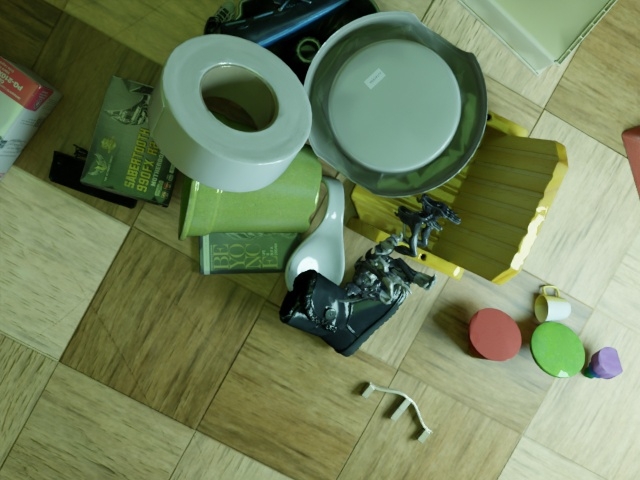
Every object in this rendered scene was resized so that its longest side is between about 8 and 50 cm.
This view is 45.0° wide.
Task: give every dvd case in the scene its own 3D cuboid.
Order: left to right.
[{"bbox_3d":[-0.153,-0.010,1.676,0.221,0.018,0.164,-1,95,-4],"label":"dvd case"}]

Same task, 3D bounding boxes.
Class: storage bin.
[{"bbox_3d":[0.470,-0.538,1.628,0.262,0.123,0.260,41,90,-7],"label":"storage bin"}]

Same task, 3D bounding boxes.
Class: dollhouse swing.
[{"bbox_3d":[0.261,-0.115,1.558,0.315,0.305,0.347,24,94,-7],"label":"dollhouse swing"}]

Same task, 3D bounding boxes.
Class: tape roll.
[{"bbox_3d":[-0.163,-0.231,1.393,0.286,0.100,0.286,13,58,-22],"label":"tape roll"}]

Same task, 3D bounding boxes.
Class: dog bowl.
[{"bbox_3d":[0.141,-0.256,1.489,0.349,0.102,0.348,0,93,4],"label":"dog bowl"}]

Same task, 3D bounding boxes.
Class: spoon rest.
[{"bbox_3d":[0.000,0.000,1.649,0.137,0.084,0.276,9,93,-26],"label":"spoon rest"}]

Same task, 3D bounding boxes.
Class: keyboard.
[{"bbox_3d":[-0.471,-0.143,1.637,0.192,0.038,0.100,20,117,-7],"label":"keyboard"}]

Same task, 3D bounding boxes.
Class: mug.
[{"bbox_3d":[0.523,0.145,1.726,0.064,0.062,0.078,1,102,-13],"label":"mug"}]

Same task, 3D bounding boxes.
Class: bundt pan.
[{"bbox_3d":[-0.028,-0.386,1.599,0.331,0.124,0.331,0,96,-5],"label":"bundt pan"}]

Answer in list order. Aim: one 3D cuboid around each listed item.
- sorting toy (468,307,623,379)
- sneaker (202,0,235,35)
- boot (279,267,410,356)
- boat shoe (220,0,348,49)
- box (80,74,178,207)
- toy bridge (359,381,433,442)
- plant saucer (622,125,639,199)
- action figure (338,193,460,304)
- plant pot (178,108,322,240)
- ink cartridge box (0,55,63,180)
[{"bbox_3d":[0.476,0.255,1.713,0.365,0.126,0.127,14,59,-10],"label":"sorting toy"},{"bbox_3d":[-0.210,-0.459,1.604,0.038,0.069,0.098,33,92,-7],"label":"sneaker"},{"bbox_3d":[0.052,0.114,1.628,0.207,0.094,0.246,36,98,-35],"label":"boot"},{"bbox_3d":[-0.072,-0.436,1.478,0.258,0.109,0.089,-25,93,-4],"label":"boat shoe"},{"bbox_3d":[-0.372,-0.202,1.592,0.183,0.056,0.231,17,82,-13],"label":"box"},{"bbox_3d":[0.180,0.376,1.734,0.188,0.026,0.063,39,90,-7],"label":"toy bridge"},{"bbox_3d":[0.836,-0.161,1.730,0.259,0.048,0.258,-19,96,-2],"label":"plant saucer"},{"bbox_3d":[0.148,0.050,1.480,0.141,0.164,0.275,45,124,15],"label":"action figure"},{"bbox_3d":[-0.140,-0.120,1.555,0.254,0.276,0.276,8,95,-14],"label":"plant pot"},{"bbox_3d":[-0.639,-0.232,1.537,0.100,0.172,0.237,36,92,-7],"label":"ink cartridge box"}]
